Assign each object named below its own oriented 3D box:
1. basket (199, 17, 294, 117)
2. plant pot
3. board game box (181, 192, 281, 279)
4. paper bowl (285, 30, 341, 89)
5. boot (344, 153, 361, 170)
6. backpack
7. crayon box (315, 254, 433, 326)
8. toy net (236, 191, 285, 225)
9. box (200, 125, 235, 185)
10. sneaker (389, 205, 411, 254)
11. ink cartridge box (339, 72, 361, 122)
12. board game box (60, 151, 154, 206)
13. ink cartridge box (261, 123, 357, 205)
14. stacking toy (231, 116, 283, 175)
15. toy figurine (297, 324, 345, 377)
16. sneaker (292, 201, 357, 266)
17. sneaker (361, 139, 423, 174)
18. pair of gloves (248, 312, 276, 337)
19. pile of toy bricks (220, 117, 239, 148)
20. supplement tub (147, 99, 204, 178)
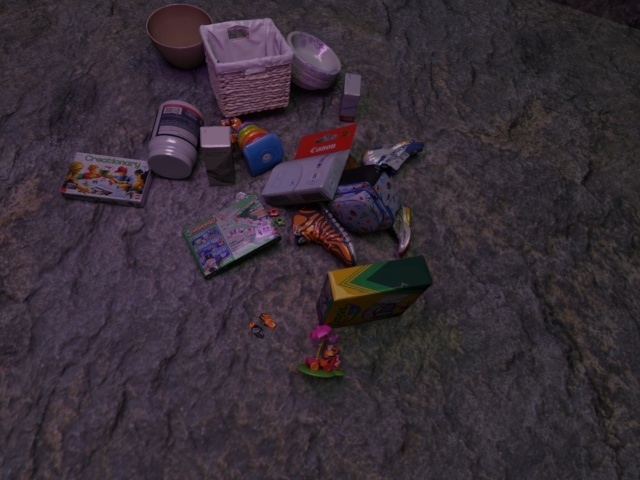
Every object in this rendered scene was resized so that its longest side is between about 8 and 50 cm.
[{"bbox_3d":[-0.315,-0.745,1.841,0.329,0.266,0.331,-15,54,-15],"label":"basket"},{"bbox_3d":[-0.627,-0.908,1.960,0.284,0.191,0.283,2,65,-5],"label":"plant pot"},{"bbox_3d":[-0.336,-0.020,1.618,0.318,0.046,0.213,-28,69,-7],"label":"board game box"},{"bbox_3d":[-0.057,-0.816,1.975,0.285,0.148,0.284,18,50,-23],"label":"paper bowl"},{"bbox_3d":[0.090,-0.286,1.814,0.197,0.073,0.152,-20,69,-28],"label":"boot"},{"bbox_3d":[0.180,-0.148,1.645,0.263,0.277,0.213,41,67,-35],"label":"backpack"},{"bbox_3d":[0.161,0.187,1.430,0.313,0.363,0.106,-10,66,-11],"label":"crayon box"},{"bbox_3d":[-0.249,-0.129,1.711,0.122,0.045,0.232,-36,73,-20],"label":"toy net"},{"bbox_3d":[-0.394,-0.322,1.658,0.113,0.275,0.094,-4,68,-8],"label":"box"},{"bbox_3d":[0.315,-0.039,1.721,0.093,0.088,0.225,2,56,2],"label":"sneaker"},{"bbox_3d":[0.132,-0.643,1.929,0.073,0.175,0.127,7,64,-3],"label":"ink cartridge box"},{"bbox_3d":[-0.837,-0.241,1.692,0.306,0.053,0.192,6,64,-3],"label":"board game box"},{"bbox_3d":[-0.040,-0.323,1.709,0.308,0.091,0.384,-3,58,38],"label":"ink cartridge box"},{"bbox_3d":[-0.301,-0.436,1.812,0.166,0.175,0.302,-32,58,-14],"label":"stacking toy"},{"bbox_3d":[0.019,0.365,1.438,0.173,0.130,0.159,13,87,-24],"label":"toy figurine"},{"bbox_3d":[0.000,0.000,1.650,0.180,0.124,0.321,-27,60,-14],"label":"sneaker"},{"bbox_3d":[0.325,-0.353,1.868,0.297,0.112,0.130,-17,85,-13],"label":"sneaker"},{"bbox_3d":[-0.209,0.304,1.527,0.083,0.010,0.074,-38,74,-20],"label":"pair of gloves"},{"bbox_3d":[-0.400,-0.421,1.732,0.105,0.212,0.118,-19,100,-15],"label":"pile of toy bricks"},{"bbox_3d":[-0.585,-0.408,1.725,0.191,0.191,0.272,5,64,-4],"label":"supplement tub"}]
